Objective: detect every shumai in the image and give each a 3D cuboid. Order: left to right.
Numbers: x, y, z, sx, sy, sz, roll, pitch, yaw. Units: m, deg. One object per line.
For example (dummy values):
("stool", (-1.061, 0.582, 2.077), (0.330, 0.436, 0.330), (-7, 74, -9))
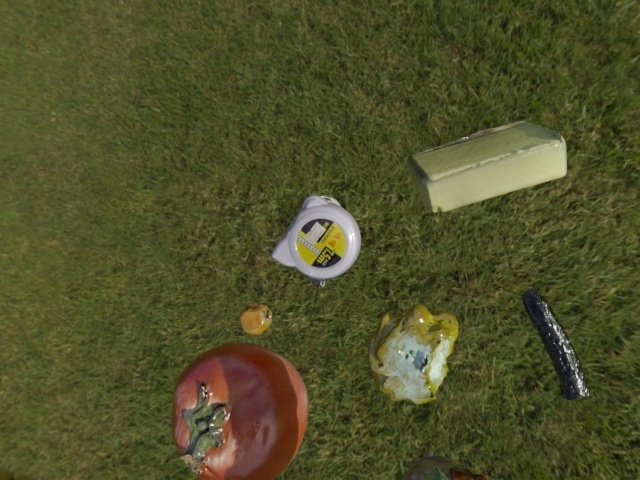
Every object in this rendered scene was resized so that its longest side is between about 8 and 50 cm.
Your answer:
("shumai", (0.274, 0.533, 0.852), (0.201, 0.201, 0.120), (23, 125, 21))

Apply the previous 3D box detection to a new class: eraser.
("eraser", (0.211, -0.099, 0.540), (0.171, 0.117, 0.058), (-17, 117, 7))

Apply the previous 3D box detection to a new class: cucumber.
("cucumber", (0.650, 0.278, 1.126), (0.081, 0.072, 0.304), (-15, 79, -17))

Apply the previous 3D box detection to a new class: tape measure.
("tape measure", (0.001, 0.004, 0.949), (0.178, 0.105, 0.196), (40, 99, 0))

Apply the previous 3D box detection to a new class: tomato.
("tomato", (-0.177, 0.397, 0.947), (0.320, 0.321, 0.322), (-3, 82, 20))

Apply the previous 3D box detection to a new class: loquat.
("loquat", (-0.258, 0.312, 1.627), (0.137, 0.113, 0.138), (-15, 57, 24))

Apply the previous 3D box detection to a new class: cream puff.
("cream puff", (0.303, 0.369, 1.378), (0.274, 0.269, 0.324), (17, 92, 20))

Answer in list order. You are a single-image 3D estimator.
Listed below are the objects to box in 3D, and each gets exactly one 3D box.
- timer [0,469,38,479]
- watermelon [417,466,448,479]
("timer", (-0.490, 0.451, 0.458), (0.386, 0.376, 0.377), (23, 92, -23))
("watermelon", (0.137, 0.438, 0.477), (0.302, 0.151, 0.264), (-49, 55, 40))
